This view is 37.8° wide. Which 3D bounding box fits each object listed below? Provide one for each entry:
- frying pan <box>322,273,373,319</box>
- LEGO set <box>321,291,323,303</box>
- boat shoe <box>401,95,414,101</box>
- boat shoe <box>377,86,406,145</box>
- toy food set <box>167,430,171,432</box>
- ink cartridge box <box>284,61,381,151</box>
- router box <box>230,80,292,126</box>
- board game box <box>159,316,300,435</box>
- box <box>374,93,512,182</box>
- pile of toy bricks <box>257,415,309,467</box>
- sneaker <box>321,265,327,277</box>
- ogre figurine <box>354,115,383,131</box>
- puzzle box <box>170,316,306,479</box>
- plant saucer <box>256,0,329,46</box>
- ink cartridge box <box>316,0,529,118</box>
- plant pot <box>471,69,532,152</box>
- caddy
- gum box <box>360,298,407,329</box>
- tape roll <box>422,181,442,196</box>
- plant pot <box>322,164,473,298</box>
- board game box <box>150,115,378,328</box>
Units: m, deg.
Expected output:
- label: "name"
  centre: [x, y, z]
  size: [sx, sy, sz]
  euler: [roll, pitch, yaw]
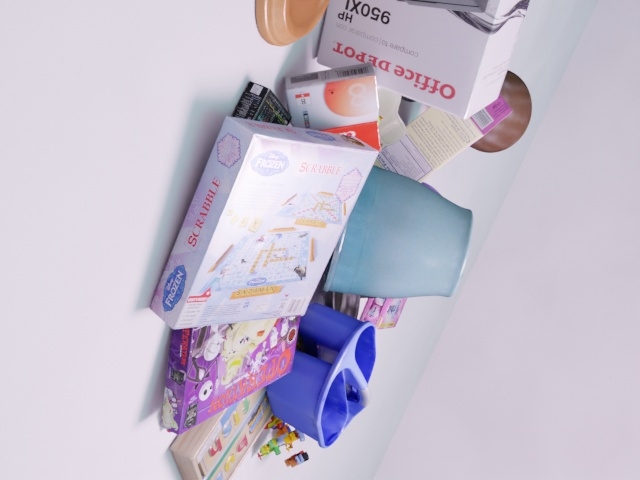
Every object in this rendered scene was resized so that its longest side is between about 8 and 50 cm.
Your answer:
- label: "frying pan"
  centre: [0.070, 0.096, 2.141]
  size: [0.326, 0.053, 0.197]
  euler: [-49, 137, -62]
- label: "LEGO set"
  centre: [0.022, 0.129, 2.139]
  size: [0.083, 0.023, 0.054]
  euler: [17, 69, -54]
- label: "boat shoe"
  centre: [0.259, -0.428, 2.033]
  size: [0.099, 0.116, 0.320]
  euler: [-16, -138, 54]
- label: "boat shoe"
  centre: [0.115, -0.267, 1.834]
  size: [0.081, 0.069, 0.228]
  euler: [-28, 154, -1]
- label: "toy food set"
  centre: [-0.245, 0.289, 1.607]
  size: [0.083, 0.020, 0.083]
  euler: [-58, 160, -22]
- label: "ink cartridge box"
  centre: [0.024, -0.194, 1.519]
  size: [0.045, 0.145, 0.179]
  euler: [-99, 179, -50]
- label: "router box"
  centre: [-0.094, -0.174, 1.416]
  size: [0.092, 0.038, 0.122]
  euler: [-64, 161, -7]
- label: "board game box"
  centre: [-0.143, 0.182, 1.627]
  size: [0.346, 0.056, 0.208]
  euler: [-21, 129, -57]
- label: "box"
  centre: [0.264, -0.231, 2.029]
  size: [0.243, 0.117, 0.213]
  euler: [-37, 180, 34]
- label: "pile of toy bricks"
  centre: [-0.098, 0.463, 2.127]
  size: [0.105, 0.118, 0.212]
  euler: [-25, 159, -13]
- label: "sneaker"
  centre: [0.000, 0.000, 1.844]
  size: [0.084, 0.069, 0.186]
  euler: [-47, 156, -43]
- label: "ogre figurine"
  centre: [0.042, -0.197, 1.635]
  size: [0.097, 0.118, 0.197]
  euler: [-52, 158, -35]
- label: "puzzle box"
  centre: [-0.145, 0.314, 1.862]
  size: [0.409, 0.052, 0.272]
  euler: [-55, 160, -29]
- label: "plant saucer"
  centre: [-0.026, -0.376, 1.357]
  size: [0.200, 0.037, 0.200]
  euler: [-53, 158, -32]
- label: "ink cartridge box"
  centre: [0.184, -0.429, 1.470]
  size: [0.166, 0.285, 0.395]
  euler: [-36, 145, -54]
- label: "plant pot"
  centre: [0.372, -0.329, 2.286]
  size: [0.230, 0.215, 0.215]
  euler: [-1, 115, -54]
- label: "caddy"
  centre: [0.024, 0.286, 1.930]
  size: [0.241, 0.179, 0.341]
  euler: [-58, 160, -25]
- label: "gum box"
  centre: [0.176, 0.181, 2.556]
  size: [0.107, 0.062, 0.188]
  euler: [-67, 162, 4]
- label: "tape roll"
  centre: [0.199, -0.041, 2.146]
  size: [0.080, 0.189, 0.189]
  euler: [-37, 146, -54]
- label: "plant pot"
  centre: [0.158, -0.001, 1.854]
  size: [0.271, 0.255, 0.272]
  euler: [-166, -90, -89]
- label: "board game box"
  centre: [-0.080, -0.022, 1.446]
  size: [0.318, 0.066, 0.318]
  euler: [1, 119, -54]
